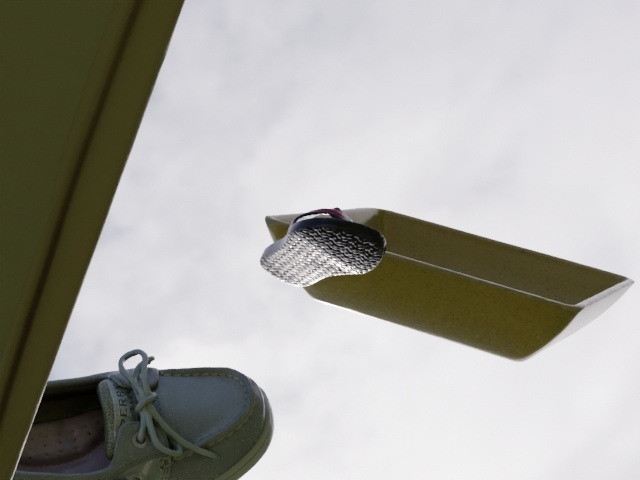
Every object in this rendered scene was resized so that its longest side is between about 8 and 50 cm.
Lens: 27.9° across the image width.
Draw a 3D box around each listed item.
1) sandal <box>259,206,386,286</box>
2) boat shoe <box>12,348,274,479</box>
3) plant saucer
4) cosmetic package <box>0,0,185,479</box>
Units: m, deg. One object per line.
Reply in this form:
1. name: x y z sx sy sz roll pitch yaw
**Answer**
1. sandal: 0.000 0.000 1.035 0.067 0.179 0.040 33 -110 -15
2. boat shoe: -0.195 0.152 0.985 0.320 0.118 0.103 -8 -44 -4
3. plant saucer: 0.142 0.046 1.389 0.333 0.333 0.081 -9 -66 -66
4. cosmetic package: -0.142 -0.010 0.401 0.113 0.160 0.309 19 -90 -25
